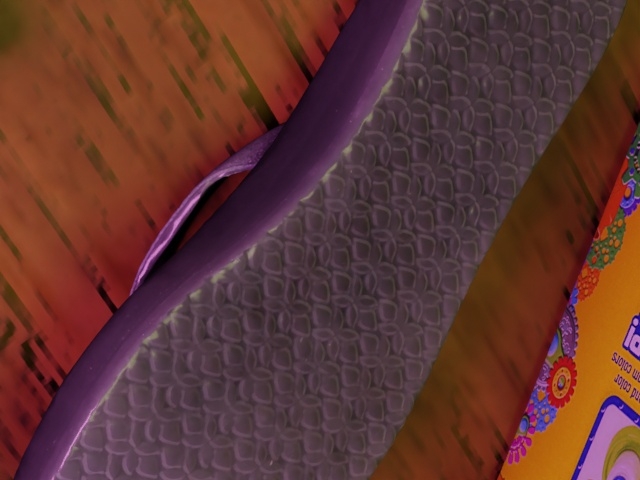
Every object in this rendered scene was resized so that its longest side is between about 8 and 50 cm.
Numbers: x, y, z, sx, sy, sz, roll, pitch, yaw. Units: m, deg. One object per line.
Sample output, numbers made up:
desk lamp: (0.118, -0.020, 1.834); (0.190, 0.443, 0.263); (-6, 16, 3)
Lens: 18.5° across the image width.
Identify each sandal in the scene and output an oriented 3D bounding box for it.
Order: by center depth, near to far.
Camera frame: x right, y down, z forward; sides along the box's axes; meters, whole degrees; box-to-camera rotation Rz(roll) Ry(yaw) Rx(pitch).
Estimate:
sandal: (0.001, 0.000, 0.576); (0.097, 0.054, 0.254); (42, 82, -36)

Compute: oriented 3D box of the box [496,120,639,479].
box: (0.215, 0.130, 0.633); (0.290, 0.177, 0.279); (14, 104, -26)
